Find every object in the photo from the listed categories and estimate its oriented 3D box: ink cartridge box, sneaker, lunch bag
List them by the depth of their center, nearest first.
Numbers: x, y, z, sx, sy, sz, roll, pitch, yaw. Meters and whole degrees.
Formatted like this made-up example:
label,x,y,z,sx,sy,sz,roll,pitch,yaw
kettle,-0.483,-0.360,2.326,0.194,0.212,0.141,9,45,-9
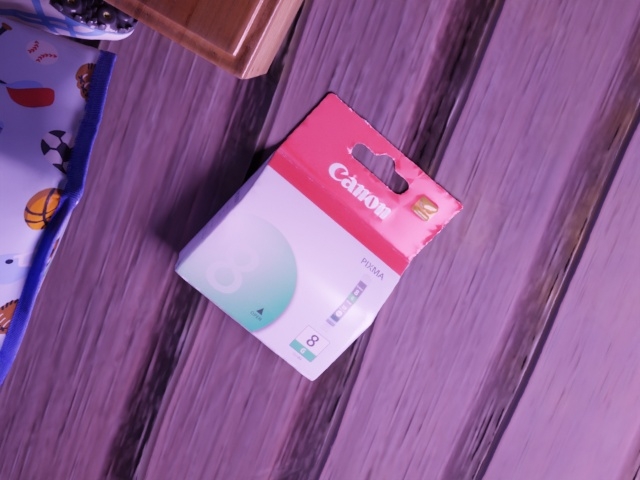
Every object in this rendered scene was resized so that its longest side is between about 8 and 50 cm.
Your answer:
label,x,y,z,sx,sy,sz,roll,pitch,yaw
lunch bag,-0.397,-0.022,1.705,0.328,0.239,0.385,21,135,-11
sneaker,-0.283,-0.221,1.724,0.237,0.085,0.086,11,143,-12
ink cartridge box,0.000,0.000,1.826,0.181,0.056,0.224,40,107,-16

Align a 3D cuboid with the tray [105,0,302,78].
label,x,y,z,sx,sy,sz,roll,pitch,yaw
tray,-0.052,-0.365,1.608,0.203,0.076,0.411,31,108,10
